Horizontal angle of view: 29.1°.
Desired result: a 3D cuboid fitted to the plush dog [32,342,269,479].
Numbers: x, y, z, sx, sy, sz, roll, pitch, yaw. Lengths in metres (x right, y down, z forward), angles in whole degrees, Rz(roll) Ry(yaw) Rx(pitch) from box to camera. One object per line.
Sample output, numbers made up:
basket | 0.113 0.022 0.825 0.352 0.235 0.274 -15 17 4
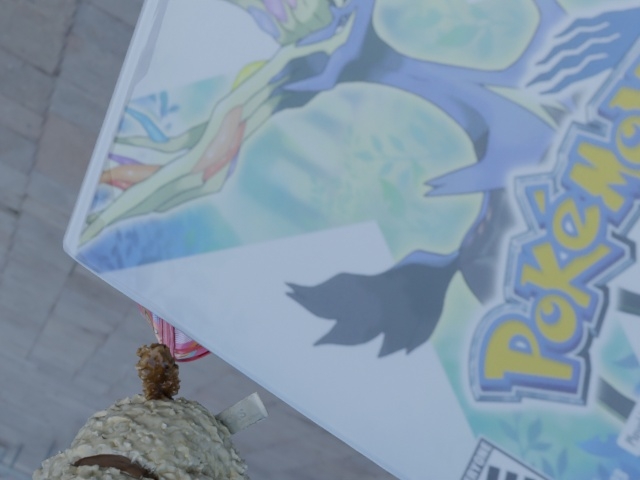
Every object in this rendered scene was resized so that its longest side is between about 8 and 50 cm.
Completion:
plush dog | -0.161 0.222 1.016 0.262 0.225 0.210 7 112 11

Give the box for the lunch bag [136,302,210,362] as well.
lunch bag | -0.085 0.029 1.512 0.120 0.293 0.258 57 158 23

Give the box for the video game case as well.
video game case | 0.056 -0.069 0.493 0.300 0.329 0.036 31 -159 23
